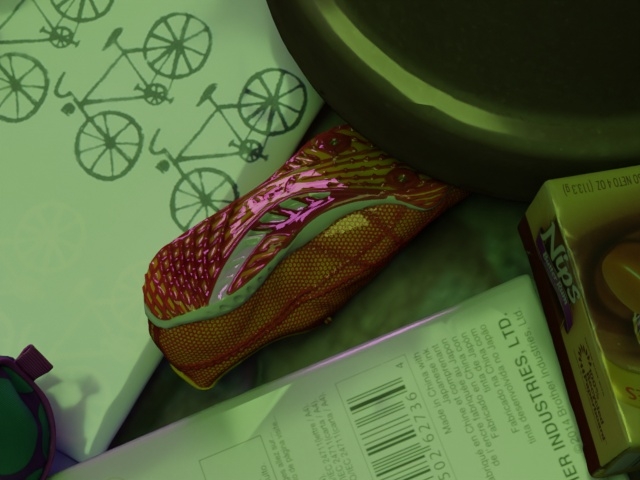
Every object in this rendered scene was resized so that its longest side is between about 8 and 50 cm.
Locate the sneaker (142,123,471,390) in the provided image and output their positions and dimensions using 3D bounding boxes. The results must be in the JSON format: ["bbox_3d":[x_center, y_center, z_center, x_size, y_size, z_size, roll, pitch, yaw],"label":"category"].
[{"bbox_3d":[0.000,0.000,0.657,0.175,0.067,0.064,-29,49,-14],"label":"sneaker"}]

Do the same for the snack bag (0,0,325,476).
[{"bbox_3d":[-0.165,-0.112,0.682,0.342,0.037,0.323,33,82,1],"label":"snack bag"}]

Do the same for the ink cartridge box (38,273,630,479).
[{"bbox_3d":[-0.018,0.159,0.602,0.311,0.065,0.186,-22,69,1],"label":"ink cartridge box"}]

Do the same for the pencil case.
[{"bbox_3d":[-0.185,0.083,0.626,0.151,0.064,0.070,-7,45,29],"label":"pencil case"}]

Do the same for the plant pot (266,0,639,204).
[{"bbox_3d":[0.105,-0.169,0.566,0.263,0.229,0.263,1,73,-3],"label":"plant pot"}]

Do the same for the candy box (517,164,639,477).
[{"bbox_3d":[0.183,0.019,0.583,0.186,0.053,0.109,-10,70,-10],"label":"candy box"}]
